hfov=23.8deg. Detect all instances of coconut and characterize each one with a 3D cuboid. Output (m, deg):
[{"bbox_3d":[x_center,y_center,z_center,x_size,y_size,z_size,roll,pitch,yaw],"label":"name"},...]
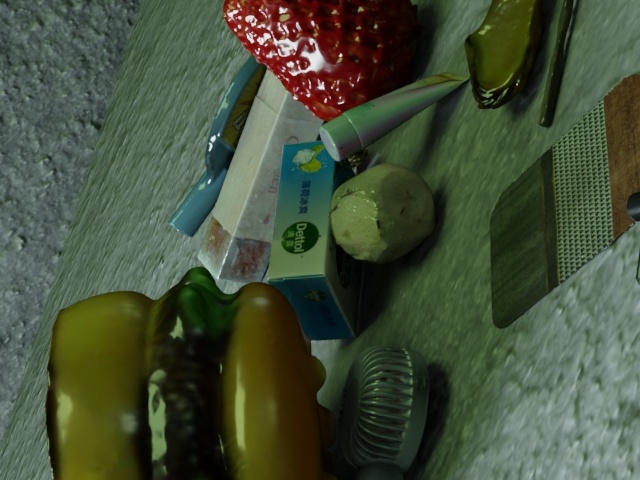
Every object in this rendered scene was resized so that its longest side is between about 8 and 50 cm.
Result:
[{"bbox_3d":[0.062,-0.026,1.679,0.124,0.110,0.110,-37,38,52],"label":"coconut"}]

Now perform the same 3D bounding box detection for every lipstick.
[{"bbox_3d":[-0.064,-0.121,2.075,0.080,0.076,0.372,46,119,52],"label":"lipstick"}]

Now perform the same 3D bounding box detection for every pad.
[{"bbox_3d":[0.201,0.020,1.362,0.250,0.055,0.323,-46,13,46],"label":"pad"}]

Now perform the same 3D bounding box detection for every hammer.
[{"bbox_3d":[0.254,-0.250,1.540,0.058,0.029,0.292,-24,50,65],"label":"hammer"}]

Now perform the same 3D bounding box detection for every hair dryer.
[{"bbox_3d":[0.271,-0.003,1.254,0.047,0.026,0.083,-19,56,65],"label":"hair dryer"}]

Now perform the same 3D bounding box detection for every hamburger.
[{"bbox_3d":[-0.122,0.222,1.579,0.396,0.277,0.396,176,90,-87],"label":"hamburger"}]

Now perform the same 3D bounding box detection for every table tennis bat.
[{"bbox_3d":[-0.108,-0.149,2.137,0.329,0.044,0.215,-57,-19,-5],"label":"table tennis bat"}]

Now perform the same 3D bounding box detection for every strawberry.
[{"bbox_3d":[-0.003,-0.261,1.879,0.205,0.244,0.205,-55,22,35],"label":"strawberry"}]

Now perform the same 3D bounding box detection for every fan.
[{"bbox_3d":[0.061,0.224,1.510,0.130,0.074,0.244,130,149,-64],"label":"fan"}]

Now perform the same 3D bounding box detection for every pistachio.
[{"bbox_3d":[0.197,-0.208,1.603,0.089,0.049,0.173,-4,62,41],"label":"pistachio"}]

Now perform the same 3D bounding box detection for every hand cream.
[{"bbox_3d":[0.083,-0.150,1.737,0.174,0.047,0.076,-28,19,-10],"label":"hand cream"}]

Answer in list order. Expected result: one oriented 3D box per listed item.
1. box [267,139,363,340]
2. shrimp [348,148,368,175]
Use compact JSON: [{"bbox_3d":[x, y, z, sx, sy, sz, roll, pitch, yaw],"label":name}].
[{"bbox_3d":[-0.001,0.000,1.764,0.139,0.073,0.194,64,-153,-52],"label":"box"},{"bbox_3d":[-0.004,-0.052,1.941,0.249,0.068,0.150,122,153,-50],"label":"shrimp"}]
